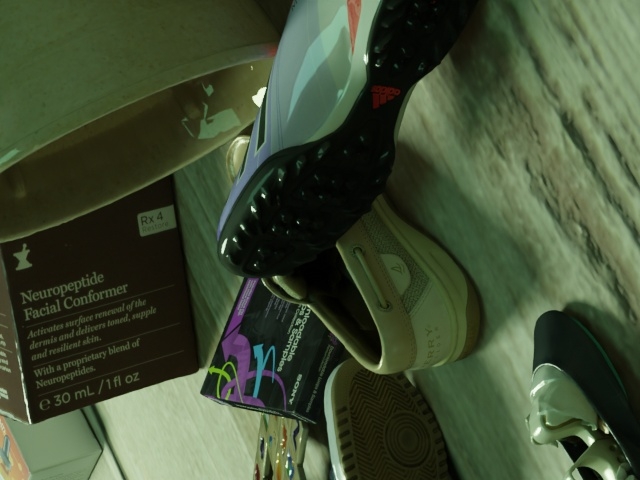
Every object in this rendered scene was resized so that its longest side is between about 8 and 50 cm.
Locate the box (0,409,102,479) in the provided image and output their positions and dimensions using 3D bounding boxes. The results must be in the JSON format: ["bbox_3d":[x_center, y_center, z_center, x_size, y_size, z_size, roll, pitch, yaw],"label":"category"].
[{"bbox_3d":[-0.333,0.238,2.089,0.130,0.091,0.170,60,146,23],"label":"box"}]

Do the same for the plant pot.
[{"bbox_3d":[-0.222,-0.200,1.457,0.305,0.334,0.334,63,147,6],"label":"plant pot"}]

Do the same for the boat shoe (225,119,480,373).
[{"bbox_3d":[0.000,0.000,1.447,0.302,0.098,0.109,46,139,38],"label":"boat shoe"}]

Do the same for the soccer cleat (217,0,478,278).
[{"bbox_3d":[0.007,-0.115,1.338,0.116,0.109,0.318,54,124,41],"label":"soccer cleat"}]

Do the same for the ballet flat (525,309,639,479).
[{"bbox_3d":[0.185,0.137,1.242,0.203,0.074,0.074,61,146,22],"label":"ballet flat"}]

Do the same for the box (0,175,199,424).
[{"bbox_3d":[-0.248,-0.038,1.741,0.143,0.191,0.381,10,113,56],"label":"box"}]

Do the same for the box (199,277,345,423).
[{"bbox_3d":[-0.035,0.089,1.552,0.162,0.029,0.116,3,69,56],"label":"box"}]

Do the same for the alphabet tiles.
[{"bbox_3d":[-0.030,0.212,1.584,0.237,0.009,0.198,-107,21,-54],"label":"alphabet tiles"}]

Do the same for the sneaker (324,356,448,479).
[{"bbox_3d":[0.042,0.238,1.486,0.153,0.099,0.282,-24,85,57],"label":"sneaker"}]
